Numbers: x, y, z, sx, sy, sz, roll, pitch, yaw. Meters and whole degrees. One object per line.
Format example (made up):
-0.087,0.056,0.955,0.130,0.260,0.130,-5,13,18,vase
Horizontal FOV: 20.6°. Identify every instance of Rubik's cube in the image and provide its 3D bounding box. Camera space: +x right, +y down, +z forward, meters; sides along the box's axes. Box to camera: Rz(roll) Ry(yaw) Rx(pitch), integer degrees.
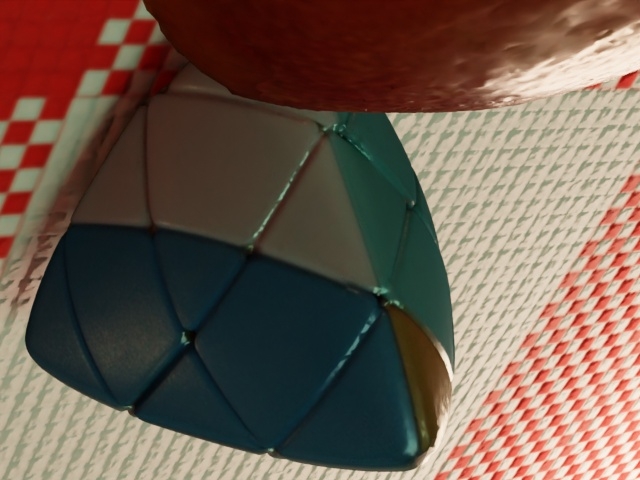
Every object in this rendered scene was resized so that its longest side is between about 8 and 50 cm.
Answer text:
0.000,0.000,0.884,0.254,0.254,0.254,-26,146,-19,Rubik's cube

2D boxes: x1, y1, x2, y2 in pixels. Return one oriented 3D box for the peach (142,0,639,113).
0.072,-0.204,0.632,0.372,0.290,0.373,-22,150,-13,peach
